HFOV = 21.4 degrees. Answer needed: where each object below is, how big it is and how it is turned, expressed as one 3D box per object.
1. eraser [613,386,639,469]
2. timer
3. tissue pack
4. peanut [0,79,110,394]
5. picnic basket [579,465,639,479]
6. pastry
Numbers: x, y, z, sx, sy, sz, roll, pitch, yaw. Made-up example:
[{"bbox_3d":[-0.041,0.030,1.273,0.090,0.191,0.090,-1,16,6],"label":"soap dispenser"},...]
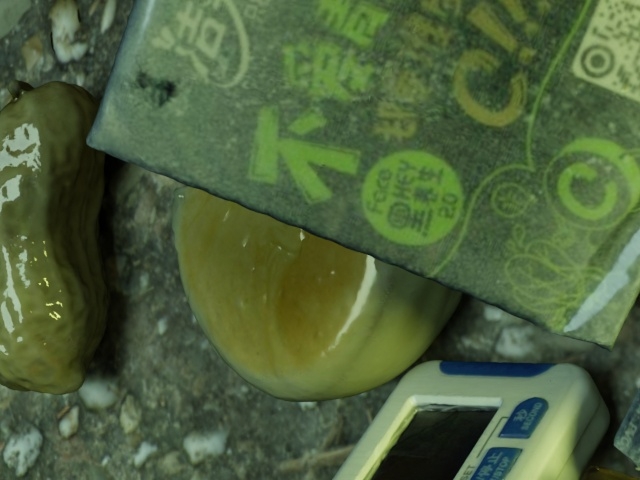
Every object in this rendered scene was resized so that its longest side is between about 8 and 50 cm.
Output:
[{"bbox_3d":[0.276,0.058,1.118,0.046,0.092,0.212,38,114,36],"label":"eraser"},{"bbox_3d":[0.088,0.193,1.210,0.178,0.253,0.078,-3,129,44],"label":"timer"},{"bbox_3d":[0.071,-0.130,1.138,0.394,0.124,0.288,21,108,0],"label":"tissue pack"},{"bbox_3d":[-0.273,-0.004,1.589,0.159,0.143,0.291,3,96,42],"label":"peanut"},{"bbox_3d":[0.209,0.333,1.030,0.254,0.291,0.321,19,99,2],"label":"picnic basket"},{"bbox_3d":[0.002,0.001,1.339,0.264,0.133,0.265,0,90,42],"label":"pastry"}]
